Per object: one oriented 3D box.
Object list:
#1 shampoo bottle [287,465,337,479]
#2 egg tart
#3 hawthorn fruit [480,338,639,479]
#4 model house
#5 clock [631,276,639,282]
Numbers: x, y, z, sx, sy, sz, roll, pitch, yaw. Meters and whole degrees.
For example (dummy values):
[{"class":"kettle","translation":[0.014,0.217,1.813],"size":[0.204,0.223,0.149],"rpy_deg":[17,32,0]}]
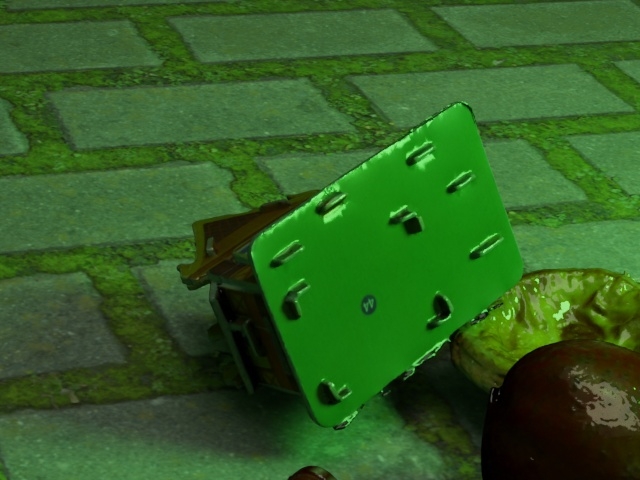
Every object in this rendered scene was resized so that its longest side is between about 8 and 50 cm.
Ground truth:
[{"class":"shampoo bottle","translation":[-0.066,0.293,1.479],"size":[0.102,0.064,0.260],"rpy_deg":[19,29,25]},{"class":"egg tart","translation":[0.285,0.133,1.789],"size":[0.294,0.116,0.295],"rpy_deg":[-4,29,2]},{"class":"hawthorn fruit","translation":[0.275,0.206,1.541],"size":[0.249,0.215,0.215],"rpy_deg":[23,31,38]},{"class":"model house","translation":[0.000,0.000,1.798],"size":[0.357,0.242,0.312],"rpy_deg":[-36,29,-29]},{"class":"clock","translation":[0.427,0.100,1.947],"size":[0.151,0.062,0.191],"rpy_deg":[6,27,2]}]
